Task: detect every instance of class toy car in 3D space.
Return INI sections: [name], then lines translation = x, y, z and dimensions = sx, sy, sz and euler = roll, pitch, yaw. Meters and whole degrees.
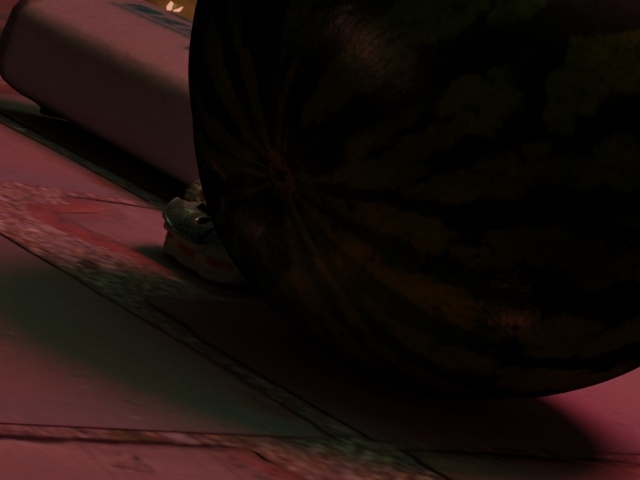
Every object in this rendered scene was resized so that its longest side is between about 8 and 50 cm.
[toy car]
translation = 0.000, 0.000, 1.119
dimensions = 0.186, 0.058, 0.093
euler = -5, 21, -36

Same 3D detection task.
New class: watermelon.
[watermelon]
translation = 0.078, -0.062, 0.953
dimensions = 0.285, 0.285, 0.285
euler = 17, 9, -3

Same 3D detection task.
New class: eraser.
[eraser]
translation = -0.076, -0.089, 1.377
dimensions = 0.189, 0.104, 0.290
euler = 14, 10, -42

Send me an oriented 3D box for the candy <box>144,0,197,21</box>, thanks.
[candy]
translation = -0.176, -0.199, 1.726
dimensions = 0.132, 0.142, 0.343
euler = 0, 14, -18
